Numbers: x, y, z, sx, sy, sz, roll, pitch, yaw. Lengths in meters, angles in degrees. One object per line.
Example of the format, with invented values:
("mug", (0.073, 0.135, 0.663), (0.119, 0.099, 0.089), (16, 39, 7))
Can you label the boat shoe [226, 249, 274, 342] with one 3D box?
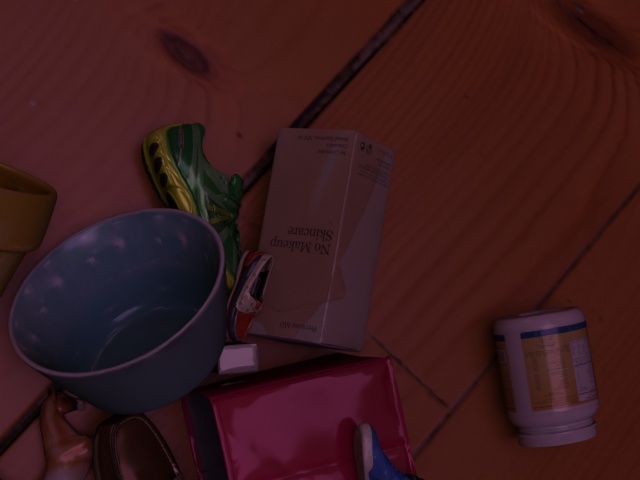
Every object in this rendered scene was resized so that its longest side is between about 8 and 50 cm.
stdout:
("boat shoe", (-0.100, 0.081, 1.771), (0.043, 0.049, 0.137), (10, 82, 30))

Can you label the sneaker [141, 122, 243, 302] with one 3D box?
("sneaker", (-0.154, -0.039, 1.821), (0.123, 0.109, 0.295), (-27, 100, -23))

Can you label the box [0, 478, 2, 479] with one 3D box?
("box", (-0.524, 0.427, 1.711), (0.100, 0.060, 0.244), (42, 77, -9))

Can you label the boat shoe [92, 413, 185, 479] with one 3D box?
("boat shoe", (-0.212, 0.388, 1.737), (0.122, 0.120, 0.324), (-30, 108, -35))

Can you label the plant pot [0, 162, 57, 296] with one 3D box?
("plant pot", (-0.510, 0.008, 1.663), (0.254, 0.254, 0.239), (19, 96, -14))

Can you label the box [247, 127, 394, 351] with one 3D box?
("box", (0.000, 0.000, 1.827), (0.121, 0.148, 0.311), (20, 76, -56))

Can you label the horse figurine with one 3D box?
("horse figurine", (-0.347, 0.358, 1.764), (0.174, 0.066, 0.263), (23, 77, -20))

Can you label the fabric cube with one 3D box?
("fabric cube", (-0.031, 0.308, 1.757), (0.258, 0.254, 0.259), (-13, 89, -16))

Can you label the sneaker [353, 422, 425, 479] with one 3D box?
("sneaker", (0.095, 0.308, 1.632), (0.084, 0.058, 0.152), (-10, 93, -12))

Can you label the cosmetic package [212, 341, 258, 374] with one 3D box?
("cosmetic package", (-0.131, 0.170, 1.810), (0.060, 0.115, 0.041), (-3, 88, -17))

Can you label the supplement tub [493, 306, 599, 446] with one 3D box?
("supplement tub", (0.352, 0.210, 1.928), (0.144, 0.144, 0.200), (-9, 89, -16))

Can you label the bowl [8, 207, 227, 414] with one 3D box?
("bowl", (-0.254, 0.118, 1.712), (0.311, 0.311, 0.163), (-33, 131, -15))
